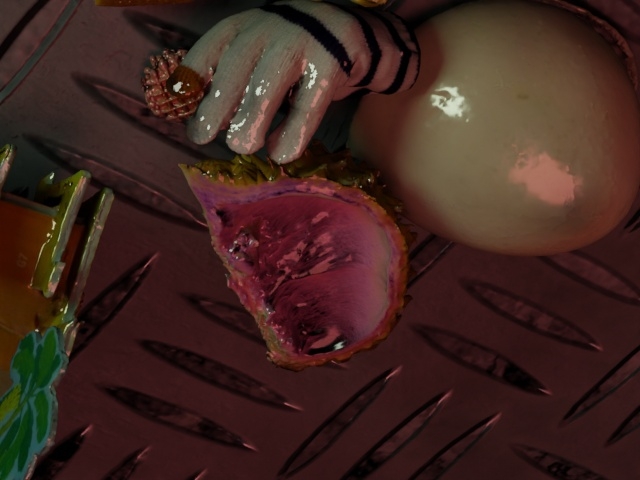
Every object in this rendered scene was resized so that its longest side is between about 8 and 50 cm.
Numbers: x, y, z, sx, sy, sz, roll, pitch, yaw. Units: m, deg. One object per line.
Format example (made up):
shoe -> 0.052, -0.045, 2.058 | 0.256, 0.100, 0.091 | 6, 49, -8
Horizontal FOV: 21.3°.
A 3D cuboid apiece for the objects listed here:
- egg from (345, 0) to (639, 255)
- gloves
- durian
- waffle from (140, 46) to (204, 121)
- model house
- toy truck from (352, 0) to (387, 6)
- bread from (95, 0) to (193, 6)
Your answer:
egg -> 0.180, -0.087, 1.617 | 0.286, 0.174, 0.264 | 12, 124, -19
gloves -> -0.030, -0.157, 1.514 | 0.218, 0.140, 0.131 | -3, 128, -34
durian -> 0.000, 0.001, 1.646 | 0.191, 0.112, 0.341 | -16, 138, 8
waffle -> -0.125, -0.144, 1.586 | 0.083, 0.029, 0.075 | 5, 128, -23
model house -> -0.328, 0.069, 1.504 | 0.242, 0.358, 0.313 | 19, 126, -26
toy truck -> -0.054, -0.284, 1.378 | 0.385, 0.161, 0.162 | 6, 99, -19
bread -> -0.155, -0.250, 1.477 | 0.090, 0.035, 0.094 | -5, 133, -10
